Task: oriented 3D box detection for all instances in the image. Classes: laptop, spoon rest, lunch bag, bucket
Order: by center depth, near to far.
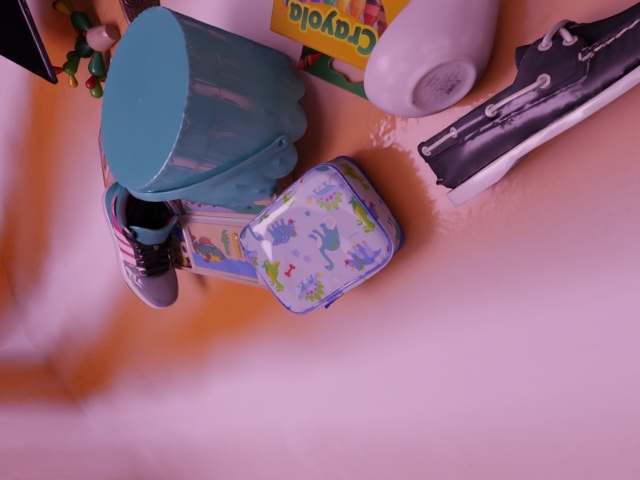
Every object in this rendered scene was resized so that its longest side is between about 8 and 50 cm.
[{"bbox_3d":[0.147,-0.220,0.413,0.276,0.137,0.084,-43,52,47],"label":"spoon rest"},{"bbox_3d":[-0.179,-0.180,0.641,0.281,0.183,0.281,-2,86,42],"label":"bucket"},{"bbox_3d":[0.000,0.000,0.644,0.219,0.090,0.176,-37,90,30],"label":"lunch bag"},{"bbox_3d":[-0.632,-0.615,0.948,0.382,0.236,0.407,30,140,30],"label":"laptop"}]

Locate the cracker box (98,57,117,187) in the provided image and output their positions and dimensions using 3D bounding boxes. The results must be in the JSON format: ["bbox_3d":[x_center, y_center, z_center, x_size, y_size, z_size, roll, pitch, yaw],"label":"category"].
[{"bbox_3d":[-0.423,-0.242,0.940,0.232,0.067,0.155,-51,50,44],"label":"cracker box"}]

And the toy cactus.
[{"bbox_3d":[-0.519,-0.435,0.963,0.181,0.112,0.218,-5,97,34],"label":"toy cactus"}]

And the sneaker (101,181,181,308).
[{"bbox_3d":[-0.349,0.005,0.912,0.178,0.124,0.295,-8,105,52],"label":"sneaker"}]

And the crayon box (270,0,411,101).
[{"bbox_3d":[0.052,-0.321,0.493,0.202,0.081,0.318,34,129,27],"label":"crayon box"}]

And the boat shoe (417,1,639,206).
[{"bbox_3d":[0.208,-0.142,0.407,0.091,0.114,0.302,52,134,4],"label":"boat shoe"}]

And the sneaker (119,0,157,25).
[{"bbox_3d":[-0.350,-0.482,0.814,0.071,0.066,0.188,18,116,56],"label":"sneaker"}]

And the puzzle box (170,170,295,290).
[{"bbox_3d":[-0.199,-0.054,0.864,0.409,0.052,0.272,5,111,41],"label":"puzzle box"}]
